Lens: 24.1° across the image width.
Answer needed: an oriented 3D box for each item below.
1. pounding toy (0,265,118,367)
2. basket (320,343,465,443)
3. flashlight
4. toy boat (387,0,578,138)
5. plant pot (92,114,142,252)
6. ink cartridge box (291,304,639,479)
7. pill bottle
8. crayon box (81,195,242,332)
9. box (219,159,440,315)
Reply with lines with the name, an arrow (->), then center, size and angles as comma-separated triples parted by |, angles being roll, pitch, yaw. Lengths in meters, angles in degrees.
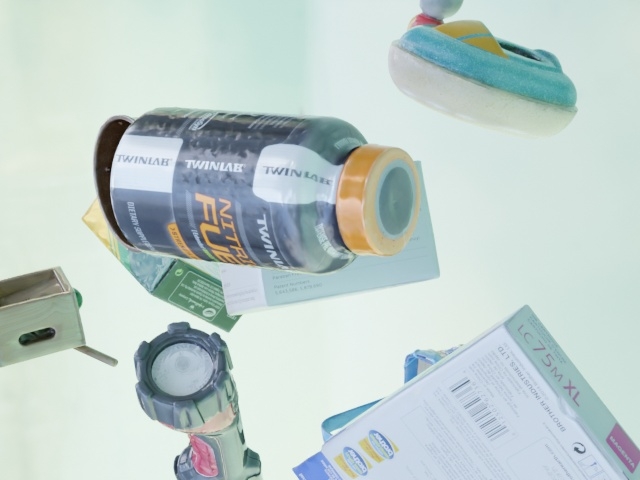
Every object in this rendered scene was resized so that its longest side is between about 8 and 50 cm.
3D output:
pounding toy -> -0.334, 0.103, 1.817 | 0.130, 0.141, 0.100 | -139, 37, -65
basket -> 0.176, 0.265, 2.115 | 0.255, 0.289, 0.201 | 28, 134, 52
flashlight -> -0.130, 0.199, 1.577 | 0.103, 0.103, 0.304 | 45, 159, 24
toy boat -> 0.195, -0.256, 2.011 | 0.148, 0.267, 0.318 | -69, 27, 18
plant pot -> -0.165, -0.081, 1.820 | 0.167, 0.165, 0.167 | 20, 116, 49
ink cartridge box -> 0.131, 0.212, 1.408 | 0.311, 0.065, 0.186 | -39, 88, 34
pill bottle -> -0.042, -0.041, 1.230 | 0.245, 0.130, 0.130 | 6, 101, 34
crayon box -> -0.281, 0.020, 2.622 | 0.083, 0.203, 0.323 | -53, 46, 6
box -> 0.000, 0.000, 1.484 | 0.181, 0.182, 0.119 | 162, 98, -74
